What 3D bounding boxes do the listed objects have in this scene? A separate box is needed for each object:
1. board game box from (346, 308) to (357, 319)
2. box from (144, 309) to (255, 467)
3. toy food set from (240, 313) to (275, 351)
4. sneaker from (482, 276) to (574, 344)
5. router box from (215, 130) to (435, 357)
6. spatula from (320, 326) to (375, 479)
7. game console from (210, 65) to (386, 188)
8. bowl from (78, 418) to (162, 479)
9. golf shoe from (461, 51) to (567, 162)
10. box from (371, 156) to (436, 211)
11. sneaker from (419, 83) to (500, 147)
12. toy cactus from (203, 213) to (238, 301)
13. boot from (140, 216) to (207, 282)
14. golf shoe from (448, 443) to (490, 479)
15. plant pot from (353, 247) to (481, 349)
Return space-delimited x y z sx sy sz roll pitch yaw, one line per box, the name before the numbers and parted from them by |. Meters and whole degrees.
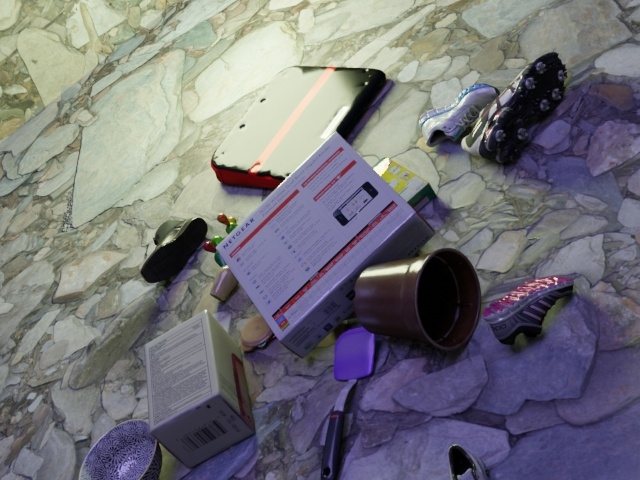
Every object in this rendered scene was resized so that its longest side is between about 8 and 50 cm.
board game box | 0.070 0.048 1.798 0.136 0.035 0.201 -16 54 27
box | -0.224 0.269 1.751 0.148 0.127 0.232 -30 36 9
toy food set | -0.118 0.176 1.859 0.082 0.020 0.083 -18 39 23
sneaker | 0.336 0.113 1.527 0.170 0.075 0.063 -25 12 -23
router box | 0.000 0.000 1.796 0.335 0.082 0.301 -43 46 5
spatula | 0.037 0.274 1.612 0.084 0.030 0.296 -13 42 30
game console | -0.060 -0.276 2.303 0.342 0.060 0.386 12 58 40
bowl | -0.342 0.414 1.724 0.170 0.080 0.170 -22 39 18
golf shoe | 0.380 -0.271 1.889 0.273 0.105 0.120 -49 29 -19
box | 0.141 -0.102 1.942 0.105 0.043 0.179 -41 38 -6
sneaker | 0.289 -0.248 1.966 0.190 0.071 0.083 -30 44 33
toy cactus | -0.177 0.039 2.009 0.219 0.112 0.180 15 69 36
boot | -0.363 0.023 2.201 0.137 0.077 0.198 2 37 47
golf shoe | 0.211 0.360 1.325 0.069 0.086 0.176 -29 38 6
plant pot | 0.154 0.098 1.614 0.165 0.167 0.167 -3 47 47
